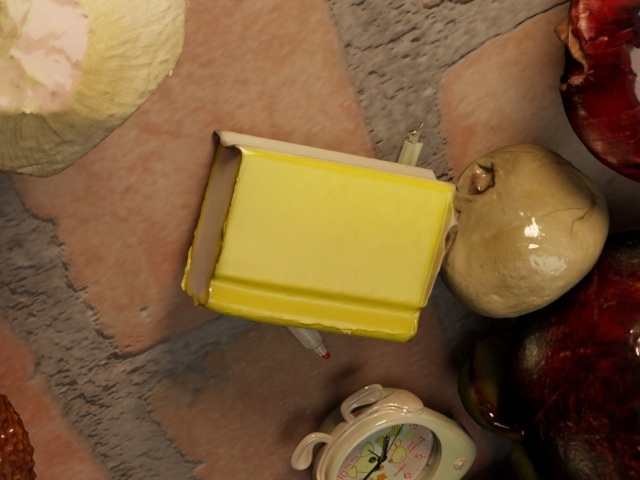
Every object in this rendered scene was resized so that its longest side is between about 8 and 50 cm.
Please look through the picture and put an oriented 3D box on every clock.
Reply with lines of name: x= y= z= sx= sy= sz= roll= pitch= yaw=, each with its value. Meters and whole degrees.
clock: x=0.059 y=0.216 z=1.845 sx=0.151 sy=0.062 sz=0.191 roll=-44 pitch=131 yaw=8

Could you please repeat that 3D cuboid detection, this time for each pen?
pen: x=-0.043 y=0.052 z=1.695 sx=0.026 sy=0.026 sz=0.218 roll=-38 pitch=133 yaw=1

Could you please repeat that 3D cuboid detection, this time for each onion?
onion: x=0.288 y=-0.179 z=1.611 sx=0.272 sy=0.195 sz=0.272 roll=5 pitch=83 yaw=-47

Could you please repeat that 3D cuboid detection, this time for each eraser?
eraser: x=0.000 y=0.000 z=1.610 sx=0.226 sy=0.069 sz=0.158 roll=9 pitch=101 yaw=-23

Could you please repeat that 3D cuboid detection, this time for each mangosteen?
mangosteen: x=0.319 y=0.138 z=1.789 sx=0.330 sy=0.330 sz=0.330 roll=-14 pitch=129 yaw=-19

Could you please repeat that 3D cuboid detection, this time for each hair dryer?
hair dryer: x=0.078 y=-0.054 z=1.682 sx=0.063 sy=0.038 sz=0.124 roll=5 pitch=113 yaw=-33

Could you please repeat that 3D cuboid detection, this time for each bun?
bun: x=0.176 y=-0.021 z=1.672 sx=0.166 sy=0.173 sz=0.113 roll=-27 pitch=125 yaw=18

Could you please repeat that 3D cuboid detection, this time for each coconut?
coconut: x=-0.233 y=-0.188 z=1.263 sx=0.297 sy=0.254 sz=0.297 roll=-15 pitch=127 yaw=-20

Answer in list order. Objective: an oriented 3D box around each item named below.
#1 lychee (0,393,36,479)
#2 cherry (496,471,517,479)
lychee: x=-0.340 y=0.197 z=1.540 sx=0.194 sy=0.194 sz=0.194 roll=-14 pitch=129 yaw=-19
cherry: x=0.241 y=0.346 z=1.952 sx=0.195 sy=0.195 sz=0.195 roll=-14 pitch=129 yaw=-19
